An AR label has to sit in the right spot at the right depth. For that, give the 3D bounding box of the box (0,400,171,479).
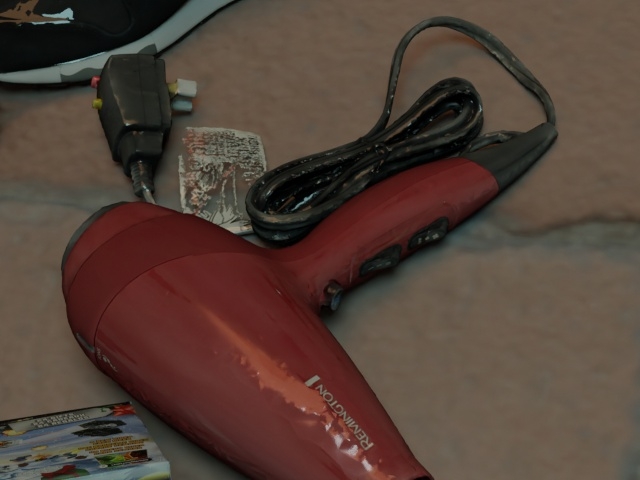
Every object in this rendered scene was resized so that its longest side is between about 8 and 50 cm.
[{"bbox_3d":[-0.132,0.096,0.688,0.137,0.027,0.094,-8,12,-13],"label":"box"}]

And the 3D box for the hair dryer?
[{"bbox_3d":[0.000,0.000,0.761,0.224,0.080,0.293,-7,50,4],"label":"hair dryer"}]

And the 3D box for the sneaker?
[{"bbox_3d":[-0.070,-0.184,0.897,0.283,0.124,0.107,-25,50,-11],"label":"sneaker"}]
